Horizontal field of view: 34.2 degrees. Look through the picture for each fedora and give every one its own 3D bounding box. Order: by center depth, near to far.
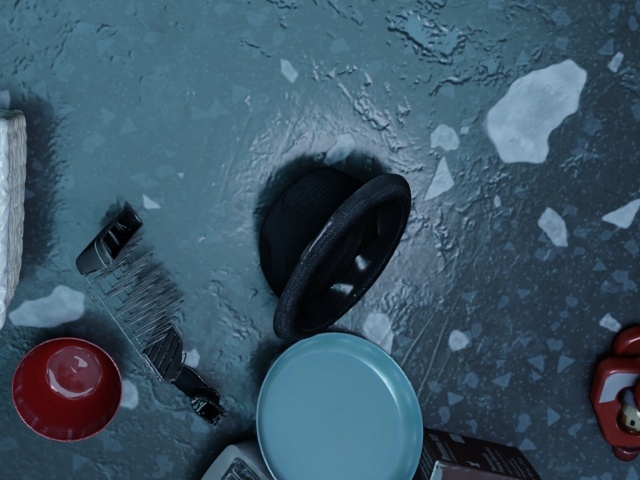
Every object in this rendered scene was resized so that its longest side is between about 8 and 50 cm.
[{"bbox_3d":[0.000,0.000,1.718,0.152,0.334,0.334,41,95,23],"label":"fedora"}]

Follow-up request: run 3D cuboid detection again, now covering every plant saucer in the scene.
[{"bbox_3d":[0.030,0.317,1.789,0.317,0.044,0.317,9,70,-24],"label":"plant saucer"}]

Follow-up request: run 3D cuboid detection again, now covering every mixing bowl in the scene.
[{"bbox_3d":[-0.424,0.238,1.765,0.181,0.098,0.181,-1,102,-7],"label":"mixing bowl"}]

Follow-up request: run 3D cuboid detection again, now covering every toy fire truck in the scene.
[{"bbox_3d":[0.633,0.302,1.872,0.302,0.169,0.254,2,119,-6],"label":"toy fire truck"}]

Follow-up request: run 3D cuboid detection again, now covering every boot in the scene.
[{"bbox_3d":[-0.215,0.265,1.792,0.121,0.099,0.045,39,93,-12],"label":"boot"}]

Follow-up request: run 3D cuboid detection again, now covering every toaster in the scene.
[{"bbox_3d":[-0.122,0.445,1.802,0.185,0.110,0.168,41,104,25],"label":"toaster"}]

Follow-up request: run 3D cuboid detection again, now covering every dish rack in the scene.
[{"bbox_3d":[-0.290,0.096,1.703,0.074,0.208,0.271,-28,103,12],"label":"dish rack"}]

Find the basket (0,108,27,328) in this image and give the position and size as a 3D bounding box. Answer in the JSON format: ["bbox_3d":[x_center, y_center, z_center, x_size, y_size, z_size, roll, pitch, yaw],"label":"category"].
[{"bbox_3d":[-0.627,-0.048,1.602,0.328,0.266,0.331,3,100,-7],"label":"basket"}]

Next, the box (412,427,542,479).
[{"bbox_3d":[0.259,0.454,1.845,0.203,0.168,0.167,14,99,-9],"label":"box"}]
